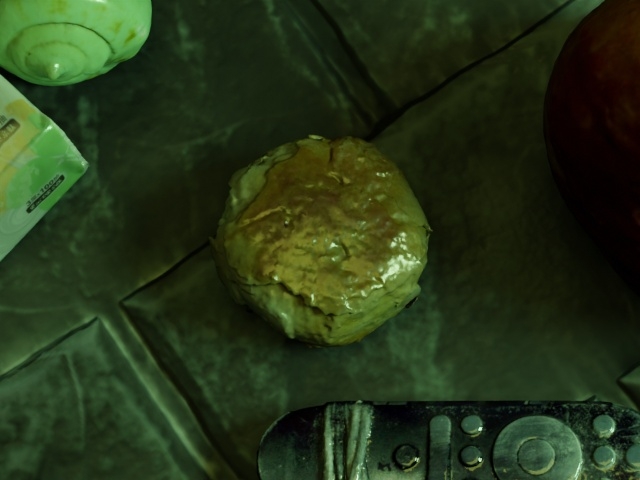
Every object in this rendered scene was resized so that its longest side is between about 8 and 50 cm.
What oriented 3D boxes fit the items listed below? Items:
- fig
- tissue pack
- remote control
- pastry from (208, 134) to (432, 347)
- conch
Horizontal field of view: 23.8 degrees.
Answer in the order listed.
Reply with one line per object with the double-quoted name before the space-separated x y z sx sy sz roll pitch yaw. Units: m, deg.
"fig" 0.253 -0.065 0.972 0.224 0.224 0.263 -45 40 -9
"tissue pack" -0.305 -0.039 1.053 0.159 0.145 0.229 40 80 16
"remote control" 0.092 0.152 1.000 0.265 0.066 0.090 0 58 10
"pastry" 0.002 -0.002 1.043 0.153 0.081 0.153 -3 68 7
"conch" -0.210 -0.219 1.106 0.143 0.137 0.251 -18 71 -4
